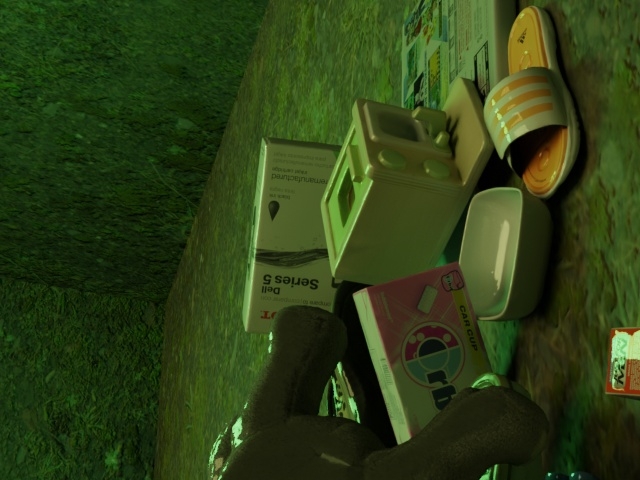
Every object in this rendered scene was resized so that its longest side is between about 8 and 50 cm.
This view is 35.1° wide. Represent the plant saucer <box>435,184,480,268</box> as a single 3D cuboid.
[{"bbox_3d":[0.163,-0.002,1.243,0.195,0.037,0.195,-169,90,-75],"label":"plant saucer"}]

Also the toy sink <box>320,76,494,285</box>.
[{"bbox_3d":[0.093,-0.079,1.224,0.153,0.131,0.234,-99,25,-49],"label":"toy sink"}]

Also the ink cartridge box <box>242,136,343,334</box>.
[{"bbox_3d":[0.000,0.000,1.458,0.115,0.198,0.273,-119,36,-78],"label":"ink cartridge box"}]

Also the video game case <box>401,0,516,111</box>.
[{"bbox_3d":[0.178,-0.237,1.351,0.300,0.036,0.329,129,148,-60],"label":"video game case"}]

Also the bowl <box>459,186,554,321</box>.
[{"bbox_3d":[0.198,0.018,1.074,0.142,0.053,0.142,179,101,-74],"label":"bowl"}]

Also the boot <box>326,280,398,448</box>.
[{"bbox_3d":[0.046,0.261,1.322,0.377,0.138,0.284,-103,27,-44],"label":"boot"}]

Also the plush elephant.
[{"bbox_3d":[0.025,0.267,0.839,0.330,0.271,0.255,-53,-38,-32],"label":"plush elephant"}]

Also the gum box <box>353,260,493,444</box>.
[{"bbox_3d":[0.116,0.128,1.068,0.062,0.107,0.188,143,112,-75],"label":"gum box"}]

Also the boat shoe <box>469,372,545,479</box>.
[{"bbox_3d":[0.169,0.274,0.906,0.113,0.103,0.302,150,129,-67],"label":"boat shoe"}]

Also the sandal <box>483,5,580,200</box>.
[{"bbox_3d":[0.212,-0.155,1.093,0.102,0.076,0.265,118,157,-48],"label":"sandal"}]

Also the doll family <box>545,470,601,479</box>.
[{"bbox_3d":[0.240,0.243,0.689,0.263,0.118,0.163,-43,21,59],"label":"doll family"}]

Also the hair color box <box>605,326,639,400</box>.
[{"bbox_3d":[0.275,0.087,0.670,0.167,0.093,0.053,162,118,-73],"label":"hair color box"}]
